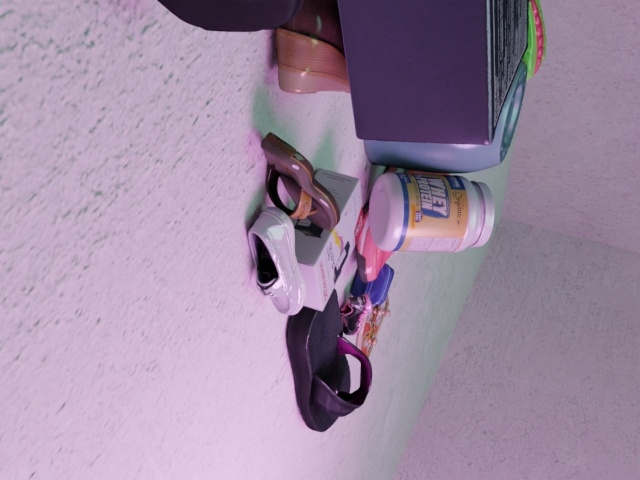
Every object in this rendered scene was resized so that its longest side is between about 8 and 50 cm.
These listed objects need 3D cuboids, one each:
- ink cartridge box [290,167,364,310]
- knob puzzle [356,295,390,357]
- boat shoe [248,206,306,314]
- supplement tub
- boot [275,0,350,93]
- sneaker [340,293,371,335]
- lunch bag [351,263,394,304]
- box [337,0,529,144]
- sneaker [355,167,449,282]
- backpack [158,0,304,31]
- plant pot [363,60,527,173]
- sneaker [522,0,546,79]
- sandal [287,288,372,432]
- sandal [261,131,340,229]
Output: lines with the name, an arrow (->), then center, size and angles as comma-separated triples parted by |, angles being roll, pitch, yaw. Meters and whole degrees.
ink cartridge box -> 0.000, 0.000, 1.127 | 0.127, 0.072, 0.175 | 81, 31, -53
knob puzzle -> 0.129, 0.186, 1.723 | 0.213, 0.030, 0.213 | 17, 90, -71
boat shoe -> -0.063, 0.042, 1.004 | 0.063, 0.066, 0.184 | -45, 148, -36
supplement tub -> 0.202, -0.051, 1.357 | 0.144, 0.199, 0.144 | -179, -90, -76
boot -> 0.030, -0.296, 0.936 | 0.248, 0.090, 0.207 | -29, 134, -60
sneaker -> 0.059, 0.150, 1.482 | 0.119, 0.057, 0.047 | 112, -31, -43
lunch bag -> 0.104, 0.088, 1.511 | 0.065, 0.067, 0.099 | 23, 85, -71
box -> 0.147, -0.317, 0.907 | 0.294, 0.182, 0.296 | -59, 147, -48
sneaker -> 0.167, -0.049, 1.467 | 0.116, 0.136, 0.314 | 75, 36, -56
backpack -> -0.041, -0.364, 0.488 | 0.290, 0.273, 0.356 | 33, 62, -64
plant pot -> 0.241, -0.254, 1.355 | 0.293, 0.235, 0.293 | 16, 90, -72
sneaker -> 0.320, -0.545, 1.471 | 0.185, 0.202, 0.483 | -23, 114, -37
sandal -> 0.028, 0.246, 1.361 | 0.446, 0.107, 0.168 | 77, 34, -56
sandal -> -0.035, -0.063, 0.964 | 0.060, 0.090, 0.219 | -53, 159, -9
